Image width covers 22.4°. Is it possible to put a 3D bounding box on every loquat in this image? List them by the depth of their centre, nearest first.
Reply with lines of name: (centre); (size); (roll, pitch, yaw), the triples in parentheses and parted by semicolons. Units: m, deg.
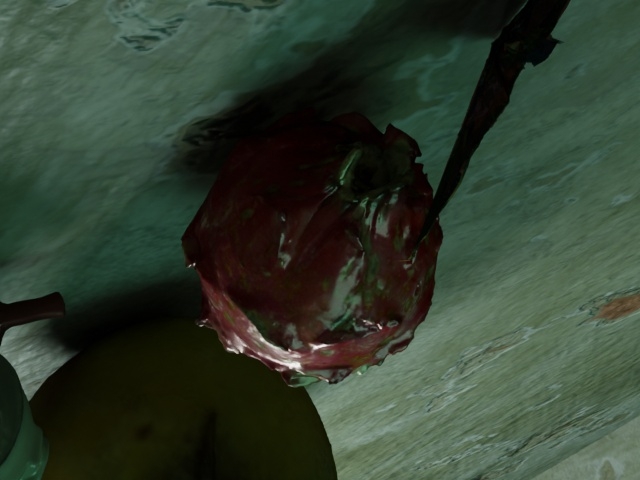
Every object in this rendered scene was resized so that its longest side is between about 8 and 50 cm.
loquat: (-0.155, 0.236, 1.582); (0.328, 0.328, 0.359); (-15, -170, -21)

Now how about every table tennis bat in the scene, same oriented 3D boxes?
table tennis bat: (-0.277, 0.066, 1.290); (0.155, 0.098, 0.019); (-12, -178, -33)

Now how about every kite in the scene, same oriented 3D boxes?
kite: (0.135, -0.132, 1.155); (0.321, 0.016, 0.234); (-59, -172, 8)

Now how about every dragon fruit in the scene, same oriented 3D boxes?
dragon fruit: (0.000, 0.000, 1.240); (0.210, 0.205, 0.268); (-5, 159, -23)

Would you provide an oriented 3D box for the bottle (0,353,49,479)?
bottle: (-0.363, 0.215, 1.403); (0.229, 0.229, 0.352); (-7, 156, -37)
